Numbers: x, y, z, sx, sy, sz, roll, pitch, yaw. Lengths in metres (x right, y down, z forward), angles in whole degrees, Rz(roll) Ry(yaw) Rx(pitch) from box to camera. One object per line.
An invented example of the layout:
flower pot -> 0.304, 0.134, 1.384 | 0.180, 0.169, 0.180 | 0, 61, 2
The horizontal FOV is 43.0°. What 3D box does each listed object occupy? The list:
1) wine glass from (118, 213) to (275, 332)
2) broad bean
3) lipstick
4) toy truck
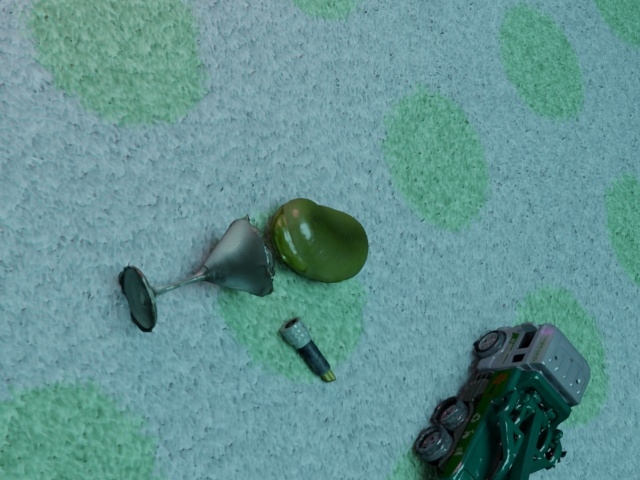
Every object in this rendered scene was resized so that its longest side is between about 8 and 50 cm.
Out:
wine glass -> -0.166, 0.047, 1.080 | 0.183, 0.122, 0.122 | -18, 87, -33
broad bean -> 0.000, 0.000, 1.230 | 0.174, 0.082, 0.124 | 21, 62, -29
lipstick -> -0.014, 0.168, 1.201 | 0.037, 0.037, 0.116 | -45, 108, -37
toy truck -> 0.306, 0.295, 1.308 | 0.176, 0.178, 0.363 | 48, 51, -15
